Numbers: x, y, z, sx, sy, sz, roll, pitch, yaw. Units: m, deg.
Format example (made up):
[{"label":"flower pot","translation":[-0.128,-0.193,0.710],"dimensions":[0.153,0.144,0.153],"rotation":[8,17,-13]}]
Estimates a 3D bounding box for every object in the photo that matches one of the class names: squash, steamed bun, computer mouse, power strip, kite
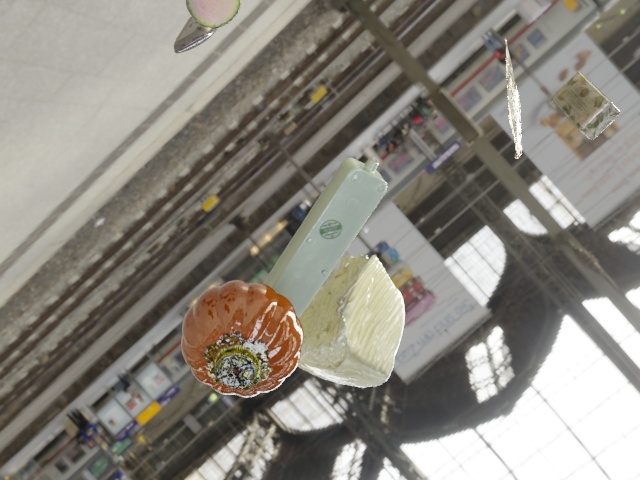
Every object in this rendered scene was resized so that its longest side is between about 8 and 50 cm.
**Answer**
[{"label":"squash","translation":[-0.186,-0.445,1.361],"dimensions":[0.105,0.105,0.132],"rotation":[-42,-177,12]},{"label":"steamed bun","translation":[0.046,0.204,1.766],"dimensions":[0.272,0.273,0.290],"rotation":[-11,-141,43]},{"label":"computer mouse","translation":[-0.341,-0.588,2.028],"dimensions":[0.120,0.057,0.232],"rotation":[-20,-146,22]},{"label":"power strip","translation":[0.000,0.000,1.384],"dimensions":[0.385,0.091,0.062],"rotation":[-56,-152,21]},{"label":"kite","translation":[0.524,-0.385,1.970],"dimensions":[0.013,0.328,0.377],"rotation":[-4,-165,21]}]

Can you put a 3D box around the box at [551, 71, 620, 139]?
[{"label":"box","translation":[0.408,-0.208,1.115],"dimensions":[0.062,0.045,0.098],"rotation":[-48,-141,22]}]

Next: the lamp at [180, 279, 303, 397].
[{"label":"lamp","translation":[-0.141,0.177,1.301],"dimensions":[0.223,0.223,0.197],"rotation":[-42,-161,18]}]
